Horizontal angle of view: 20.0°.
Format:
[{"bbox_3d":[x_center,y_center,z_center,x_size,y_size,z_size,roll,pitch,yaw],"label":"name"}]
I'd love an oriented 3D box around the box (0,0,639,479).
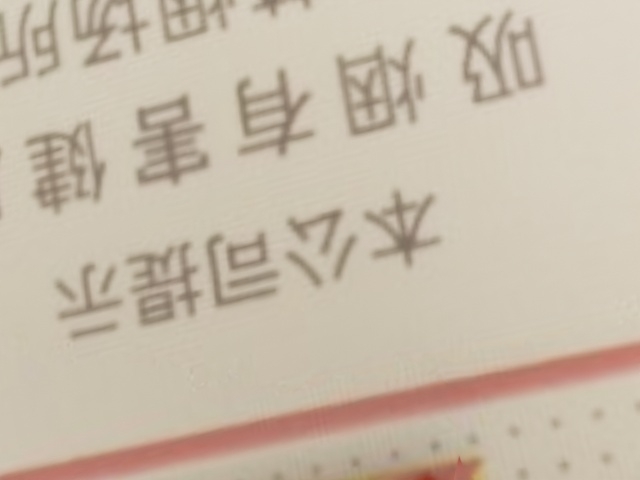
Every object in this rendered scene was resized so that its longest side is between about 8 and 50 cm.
[{"bbox_3d":[0.012,0.083,0.398,0.210,0.095,0.330,-13,-99,16],"label":"box"}]
